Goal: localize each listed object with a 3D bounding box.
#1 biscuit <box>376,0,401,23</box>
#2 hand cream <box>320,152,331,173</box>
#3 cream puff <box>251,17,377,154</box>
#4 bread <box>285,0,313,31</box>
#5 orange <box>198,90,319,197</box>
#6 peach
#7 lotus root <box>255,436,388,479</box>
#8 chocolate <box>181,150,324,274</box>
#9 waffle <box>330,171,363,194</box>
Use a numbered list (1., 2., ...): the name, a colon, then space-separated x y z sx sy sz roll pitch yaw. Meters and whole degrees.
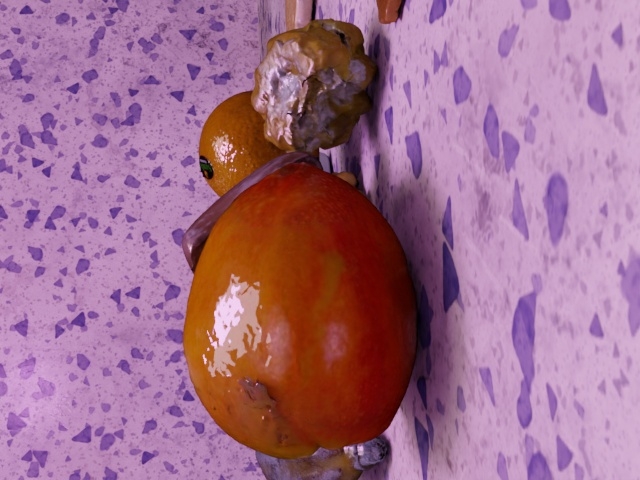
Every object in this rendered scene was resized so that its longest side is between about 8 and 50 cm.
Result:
1. biscuit: 0.091 -0.389 1.037 0.133 0.027 0.184 107 158 -63
2. hand cream: 0.000 -0.034 1.597 0.109 0.067 0.320 -39 52 53
3. cream puff: -0.004 -0.241 1.211 0.194 0.195 0.221 -101 32 -46
4. bread: -0.055 -0.572 1.891 0.316 0.054 0.316 178 90 -83
5. orange: -0.109 -0.156 1.378 0.236 0.236 0.236 178 90 -82
6. peach: -0.025 0.088 0.998 0.372 0.290 0.372 45 -142 -50
7. lotus root: -0.010 0.352 1.291 0.322 0.140 0.158 150 125 -61
8. chocolate: -0.103 -0.036 1.159 0.083 0.261 0.161 38 157 32
9. waffle: 0.007 0.072 1.381 0.379 0.095 0.382 177 94 -74
